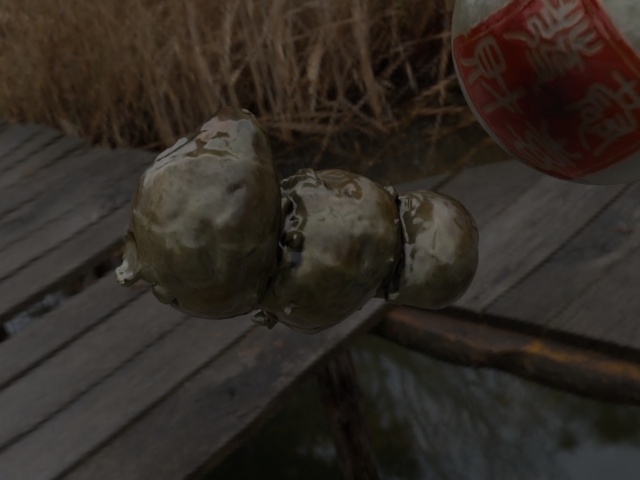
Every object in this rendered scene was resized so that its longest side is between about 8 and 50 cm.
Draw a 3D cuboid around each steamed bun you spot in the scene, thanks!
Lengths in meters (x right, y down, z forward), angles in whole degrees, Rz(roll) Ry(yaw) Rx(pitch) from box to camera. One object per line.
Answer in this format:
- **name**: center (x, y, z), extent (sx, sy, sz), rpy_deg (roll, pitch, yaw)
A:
- **steamed bun**: center (0.323, -0.221, 1.256), extent (0.374, 0.374, 0.241), rpy_deg (4, 44, 37)

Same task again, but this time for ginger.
- **ginger**: center (0.000, 0.000, 0.528), extent (0.204, 0.104, 0.080), rpy_deg (13, 10, -37)
